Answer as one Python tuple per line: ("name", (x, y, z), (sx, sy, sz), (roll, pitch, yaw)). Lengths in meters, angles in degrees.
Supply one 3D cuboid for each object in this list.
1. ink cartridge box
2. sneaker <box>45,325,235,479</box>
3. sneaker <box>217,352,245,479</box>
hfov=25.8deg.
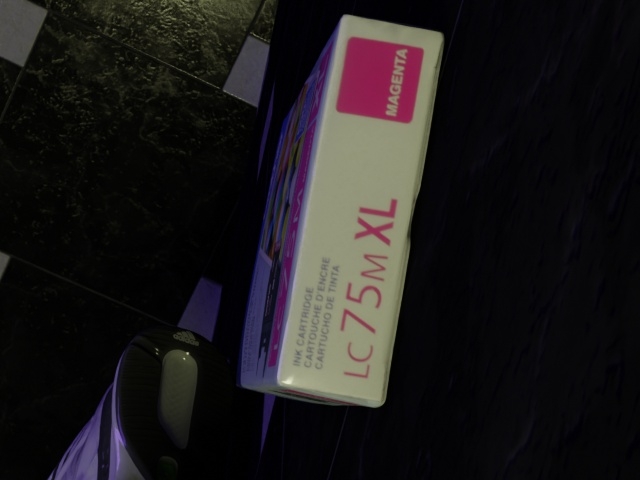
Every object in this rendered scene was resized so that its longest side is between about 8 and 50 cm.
("ink cartridge box", (0.000, 0.000, 0.809), (0.311, 0.065, 0.185), (130, 151, -82))
("sneaker", (-0.208, 0.330, 1.427), (0.257, 0.169, 0.447), (127, 160, -47))
("sneaker", (-0.138, 0.220, 1.583), (0.130, 0.087, 0.227), (98, -176, -52))
